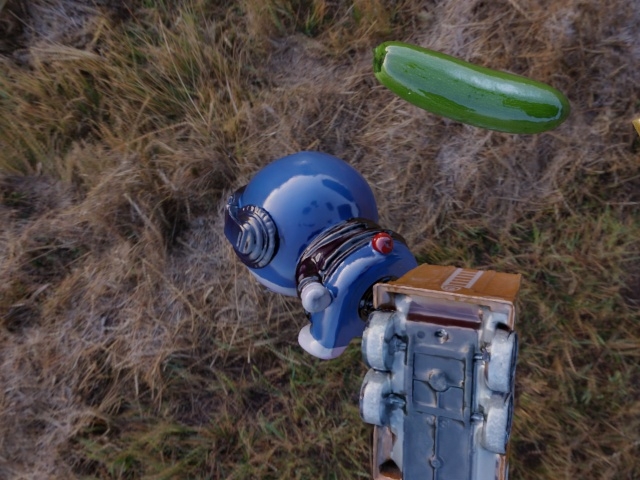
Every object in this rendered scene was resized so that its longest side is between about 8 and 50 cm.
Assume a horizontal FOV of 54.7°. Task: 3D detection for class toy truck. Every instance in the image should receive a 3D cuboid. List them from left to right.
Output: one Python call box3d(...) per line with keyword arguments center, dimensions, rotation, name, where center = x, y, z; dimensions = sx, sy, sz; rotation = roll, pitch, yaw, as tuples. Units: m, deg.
box3d(center=(0.164, 0.227, 0.778), dimensions=(0.173, 0.207, 0.388), rotation=(6, 105, 25), name="toy truck")

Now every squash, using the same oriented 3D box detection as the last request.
box3d(center=(0.205, -0.199, 0.844), dimensions=(0.292, 0.082, 0.082), rotation=(12, 96, -12), name="squash")

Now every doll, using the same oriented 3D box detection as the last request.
box3d(center=(0.000, 0.000, 0.953), dimensions=(0.284, 0.310, 0.240), rotation=(-4, 124, -37), name="doll")

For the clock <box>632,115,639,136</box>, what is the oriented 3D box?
box3d(center=(0.527, -0.050, 0.671), dimensions=(0.200, 0.244, 0.317), rotation=(-21, 89, -27), name="clock")
